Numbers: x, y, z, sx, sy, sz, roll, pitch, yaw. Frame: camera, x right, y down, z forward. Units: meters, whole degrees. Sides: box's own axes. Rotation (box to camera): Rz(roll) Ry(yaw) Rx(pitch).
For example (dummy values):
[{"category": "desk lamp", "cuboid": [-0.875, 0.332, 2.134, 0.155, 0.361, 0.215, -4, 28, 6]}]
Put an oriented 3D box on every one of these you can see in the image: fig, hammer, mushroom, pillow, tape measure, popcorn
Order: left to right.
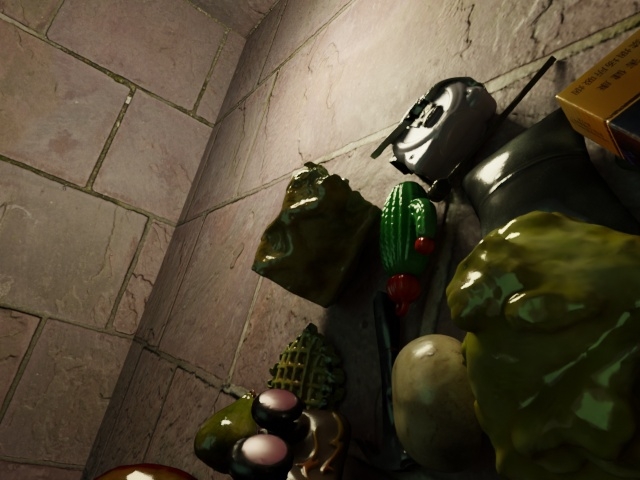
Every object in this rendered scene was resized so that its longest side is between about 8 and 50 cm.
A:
[{"category": "fig", "cuboid": [-0.188, 0.415, 1.012, 0.184, 0.133, 0.127, -55, 14, -24]}, {"category": "hammer", "cuboid": [0.109, 0.216, 0.740, 0.137, 0.037, 0.289, -38, 39, 39]}, {"category": "tape measure", "cuboid": [0.199, -0.195, 0.811, 0.196, 0.105, 0.178, -58, 24, 1]}, {"category": "mushroom", "cuboid": [0.154, 0.200, 0.576, 0.166, 0.127, 0.166, 180, 90, -85]}, {"category": "hammer", "cuboid": [0.269, -0.176, 0.711, 0.292, 0.029, 0.058, -49, -5, -3]}, {"category": "pillow", "cuboid": [0.274, -0.045, 0.580, 0.186, 0.106, 0.249, -39, 35, 36]}, {"category": "popcorn", "cuboid": [0.243, 0.114, 0.415, 0.241, 0.235, 0.250, -117, 17, -60]}]

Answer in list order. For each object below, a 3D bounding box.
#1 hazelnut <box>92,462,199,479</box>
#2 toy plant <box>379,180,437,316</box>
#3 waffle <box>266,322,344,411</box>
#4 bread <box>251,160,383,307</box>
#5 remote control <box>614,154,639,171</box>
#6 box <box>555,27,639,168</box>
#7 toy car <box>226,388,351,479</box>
[{"category": "hazelnut", "cuboid": [-0.328, 0.643, 0.842, 0.402, 0.402, 0.429, -54, 32, 22]}, {"category": "toy plant", "cuboid": [0.149, -0.002, 0.771, 0.240, 0.088, 0.154, -89, 20, -55]}, {"category": "waffle", "cuboid": [-0.036, 0.292, 0.911, 0.214, 0.054, 0.207, -54, 34, 17]}, {"category": "bread", "cuboid": [-0.005, -0.003, 0.905, 0.252, 0.196, 0.238, -57, -11, 0]}, {"category": "remote control", "cuboid": [0.421, -0.104, 0.448, 0.098, 0.038, 0.233, -61, 28, 1]}, {"category": "box", "cuboid": [0.366, -0.132, 0.432, 0.152, 0.070, 0.237, -40, 30, 16]}, {"category": "toy car", "cuboid": [-0.005, 0.377, 0.627, 0.340, 0.241, 0.271, -71, -11, -75]}]
